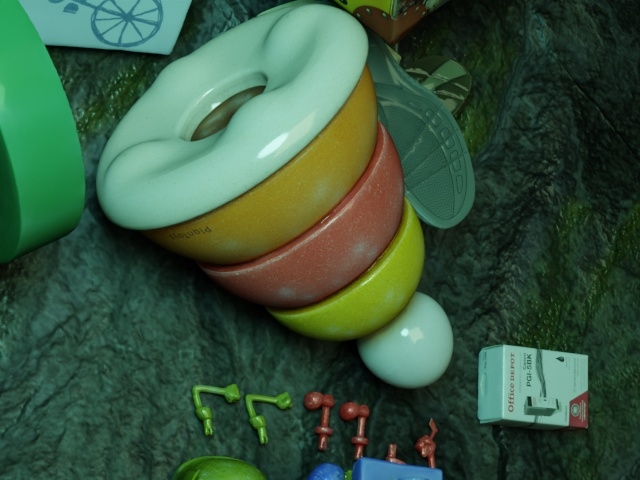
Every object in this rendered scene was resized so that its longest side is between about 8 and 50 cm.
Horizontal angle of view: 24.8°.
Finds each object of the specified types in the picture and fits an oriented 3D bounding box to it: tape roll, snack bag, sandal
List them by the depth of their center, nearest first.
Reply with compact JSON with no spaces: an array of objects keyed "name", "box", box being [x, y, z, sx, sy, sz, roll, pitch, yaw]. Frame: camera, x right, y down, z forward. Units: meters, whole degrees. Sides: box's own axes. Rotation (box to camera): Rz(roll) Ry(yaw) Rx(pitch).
[{"name":"tape roll","box":[-0.356,-0.136,1.480,0.077,0.321,0.321,-27,91,-29]},{"name":"snack bag","box":[-0.282,-0.324,1.575,0.343,0.323,0.037,0,53,-24]},{"name":"sandal","box":[0.108,-0.147,1.874,0.090,0.060,0.219,34,80,-6]}]

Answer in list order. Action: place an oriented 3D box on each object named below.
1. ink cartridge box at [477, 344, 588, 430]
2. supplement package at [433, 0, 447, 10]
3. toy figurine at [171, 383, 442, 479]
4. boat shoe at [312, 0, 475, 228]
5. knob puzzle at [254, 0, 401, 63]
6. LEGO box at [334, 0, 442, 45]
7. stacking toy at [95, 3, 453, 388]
[{"name":"ink cartridge box","box":[0.275,0.191,1.879,0.135,0.056,0.099,8,76,-26]},{"name":"supplement package","box":[0.060,-0.398,1.855,0.244,0.139,0.134,21,68,-21]},{"name":"toy figurine","box":[0.039,0.259,1.653,0.363,0.217,0.191,15,72,-24]},{"name":"boat shoe","box":[0.071,-0.150,1.794,0.118,0.103,0.320,-43,98,-21]},{"name":"knob puzzle","box":[-0.002,-0.227,1.847,0.213,0.030,0.213,6,76,-25]},{"name":"LEGO box","box":[-0.030,-0.505,1.567,0.500,0.372,0.193,40,69,15]},{"name":"stacking toy","box":[0.000,0.000,1.695,0.350,0.351,0.480,-52,122,-26]}]
